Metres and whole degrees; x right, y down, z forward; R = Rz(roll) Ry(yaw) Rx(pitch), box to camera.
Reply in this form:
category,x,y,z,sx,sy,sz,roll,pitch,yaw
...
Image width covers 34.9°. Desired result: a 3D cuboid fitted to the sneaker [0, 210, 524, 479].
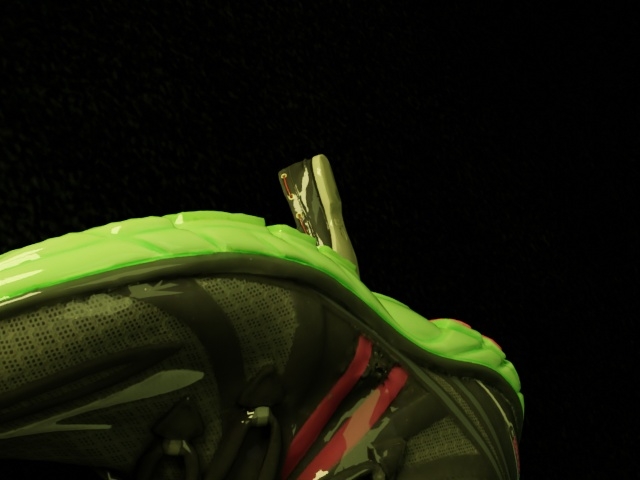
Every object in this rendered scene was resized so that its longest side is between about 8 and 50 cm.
category,x,y,z,sx,sy,sz,roll,pitch,yaw
sneaker,-0.024,0.123,0.587,0.482,0.185,0.202,20,52,-39

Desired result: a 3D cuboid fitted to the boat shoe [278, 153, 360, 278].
category,x,y,z,sx,sy,sz,roll,pitch,yaw
boat shoe,0.001,0.000,0.794,0.049,0.042,0.133,23,50,-71
